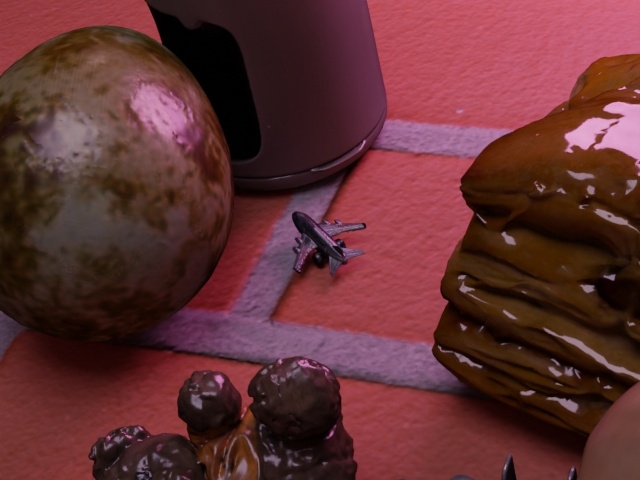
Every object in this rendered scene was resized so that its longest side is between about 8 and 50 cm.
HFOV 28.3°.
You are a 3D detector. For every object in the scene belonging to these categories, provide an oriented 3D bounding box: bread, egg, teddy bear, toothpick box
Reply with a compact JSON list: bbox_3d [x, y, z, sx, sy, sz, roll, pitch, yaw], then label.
[{"bbox_3d":[0.271,-0.020,0.958,0.314,0.191,0.370,17,48,32],"label":"bread"},{"bbox_3d":[-0.192,-0.054,1.084,0.238,0.238,0.289,-8,53,8],"label":"egg"},{"bbox_3d":[-0.066,0.176,0.885,0.190,0.177,0.140,-13,-4,0],"label":"teddy bear"},{"bbox_3d":[-0.051,-0.230,1.187,0.229,0.316,0.229,-8,41,7],"label":"toothpick box"}]

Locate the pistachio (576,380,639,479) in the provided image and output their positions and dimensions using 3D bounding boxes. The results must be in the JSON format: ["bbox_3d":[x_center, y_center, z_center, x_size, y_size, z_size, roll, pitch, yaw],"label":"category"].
[{"bbox_3d":[0.277,0.148,0.662,0.321,0.229,0.238,-28,13,22],"label":"pistachio"}]

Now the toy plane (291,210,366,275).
[{"bbox_3d":[0.000,0.000,1.131,0.079,0.031,0.083,-33,44,-20],"label":"toy plane"}]

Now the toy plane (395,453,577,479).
[{"bbox_3d":[0.108,0.264,0.772,0.212,0.088,0.267,7,53,24],"label":"toy plane"}]
